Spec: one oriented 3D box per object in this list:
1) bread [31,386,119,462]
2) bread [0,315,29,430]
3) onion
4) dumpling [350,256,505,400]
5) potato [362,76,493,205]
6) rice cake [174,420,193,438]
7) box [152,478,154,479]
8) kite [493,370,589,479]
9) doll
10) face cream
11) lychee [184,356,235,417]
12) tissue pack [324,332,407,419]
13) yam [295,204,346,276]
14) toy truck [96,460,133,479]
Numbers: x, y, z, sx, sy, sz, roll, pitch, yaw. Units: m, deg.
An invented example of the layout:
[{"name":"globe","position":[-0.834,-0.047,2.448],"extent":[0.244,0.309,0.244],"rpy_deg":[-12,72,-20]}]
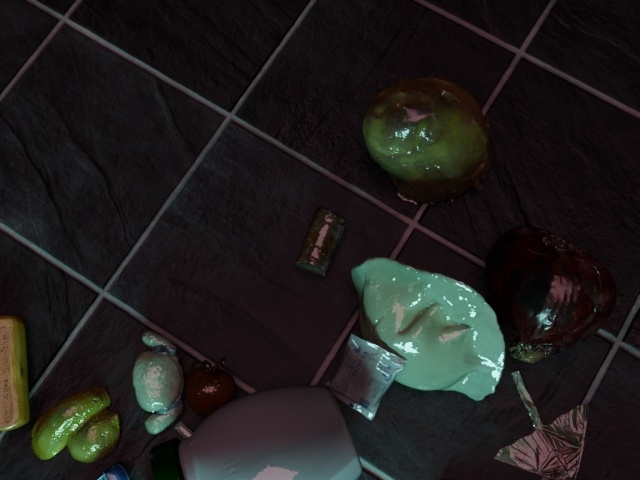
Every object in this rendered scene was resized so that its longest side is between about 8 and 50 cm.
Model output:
[{"name":"bread","position":[-0.508,0.396,1.554],"extent":[0.187,0.065,0.150],"rpy_deg":[-29,80,-8]},{"name":"bread","position":[-0.663,0.280,1.585],"extent":[0.092,0.074,0.239],"rpy_deg":[-5,75,-16]},{"name":"onion","position":[0.452,0.093,1.536],"extent":[0.221,0.281,0.281],"rpy_deg":[-14,68,-47]},{"name":"dumpling","position":[0.210,0.157,1.536],"extent":[0.320,0.212,0.270],"rpy_deg":[15,111,-8]},{"name":"potato","position":[0.239,-0.241,1.620],"extent":[0.288,0.237,0.301],"rpy_deg":[-24,75,-5]},{"name":"rice cake","position":[-0.253,0.420,1.559],"extent":[0.121,0.021,0.022],"rpy_deg":[39,74,10]},{"name":"box","position":[-0.323,0.513,1.505],"extent":[0.063,0.085,0.060],"rpy_deg":[-44,78,-2]},{"name":"kite","position":[0.453,0.388,1.551],"extent":[0.229,0.012,0.250],"rpy_deg":[-24,73,-6]},{"name":"doll","position":[-0.338,0.293,1.571],"extent":[0.103,0.071,0.214],"rpy_deg":[-8,77,1]},{"name":"face cream","position":[-0.118,0.420,1.420],"extent":[0.356,0.312,0.220],"rpy_deg":[-20,116,-7]},{"name":"lychee","position":[-0.219,0.297,1.546],"extent":[0.140,0.101,0.114],"rpy_deg":[-59,37,1]},{"name":"tissue pack","position":[0.085,0.275,1.518],"extent":[0.122,0.193,0.026],"rpy_deg":[31,40,9]},{"name":"yam","position":[0.002,0.001,1.642],"extent":[0.079,0.079,0.141],"rpy_deg":[21,77,8]},{"name":"toy truck","position":[-0.439,0.507,1.524],"extent":[0.063,0.074,0.136],"rpy_deg":[50,122,15]}]
